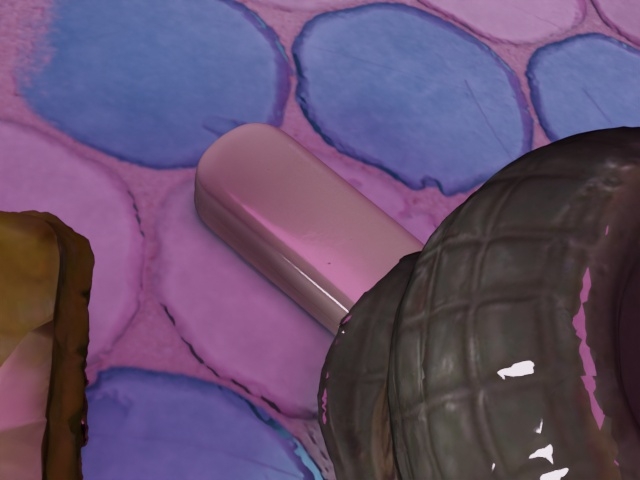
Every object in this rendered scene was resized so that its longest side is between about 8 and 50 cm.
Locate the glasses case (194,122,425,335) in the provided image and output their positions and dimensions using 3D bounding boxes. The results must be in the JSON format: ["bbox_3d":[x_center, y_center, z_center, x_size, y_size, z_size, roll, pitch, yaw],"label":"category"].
[{"bbox_3d":[0.000,0.000,0.605,0.196,0.050,0.083,41,60,11],"label":"glasses case"}]

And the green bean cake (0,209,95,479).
[{"bbox_3d":[-0.225,0.084,0.415,0.233,0.124,0.236,5,54,-17],"label":"green bean cake"}]

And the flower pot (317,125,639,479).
[{"bbox_3d":[0.163,0.102,0.466,0.302,0.213,0.302,8,69,-21],"label":"flower pot"}]
